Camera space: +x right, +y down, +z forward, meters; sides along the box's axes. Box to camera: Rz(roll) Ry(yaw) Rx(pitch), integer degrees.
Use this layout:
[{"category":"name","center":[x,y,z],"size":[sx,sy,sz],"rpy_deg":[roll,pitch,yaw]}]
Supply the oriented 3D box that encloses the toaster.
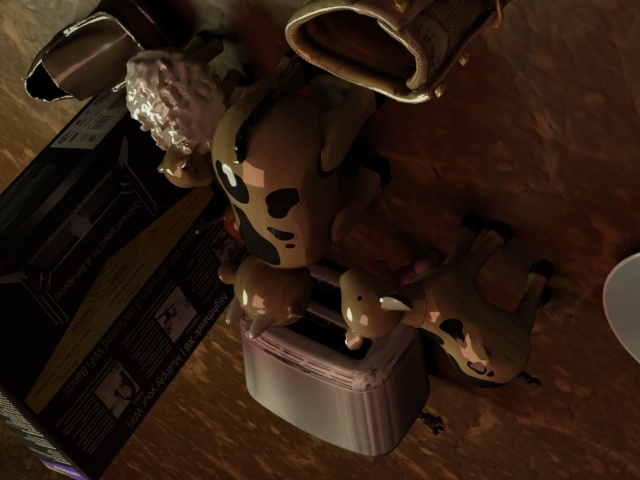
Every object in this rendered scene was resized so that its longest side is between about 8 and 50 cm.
[{"category":"toaster","center":[0.019,0.121,1.054],"size":[0.227,0.129,0.146],"rpy_deg":[24,147,27]}]

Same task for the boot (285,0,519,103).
[{"category":"boot","center":[0.098,-0.141,0.525],"size":[0.213,0.165,0.077],"rpy_deg":[13,144,42]}]

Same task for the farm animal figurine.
[{"category":"farm animal figurine","center":[0.000,0.000,0.845],"size":[0.330,0.172,0.327],"rpy_deg":[14,144,38]}]

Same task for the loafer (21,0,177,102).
[{"category":"loafer","center":[-0.205,-0.161,0.944],"size":[0.080,0.078,0.220],"rpy_deg":[49,151,-19]}]

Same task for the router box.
[{"category":"router box","center":[-0.215,0.038,1.010],"size":[0.081,0.309,0.243],"rpy_deg":[6,138,40]}]

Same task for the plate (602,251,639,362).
[{"category":"plate","center":[0.298,0.065,0.754],"size":[0.188,0.024,0.188],"rpy_deg":[28,151,17]}]
